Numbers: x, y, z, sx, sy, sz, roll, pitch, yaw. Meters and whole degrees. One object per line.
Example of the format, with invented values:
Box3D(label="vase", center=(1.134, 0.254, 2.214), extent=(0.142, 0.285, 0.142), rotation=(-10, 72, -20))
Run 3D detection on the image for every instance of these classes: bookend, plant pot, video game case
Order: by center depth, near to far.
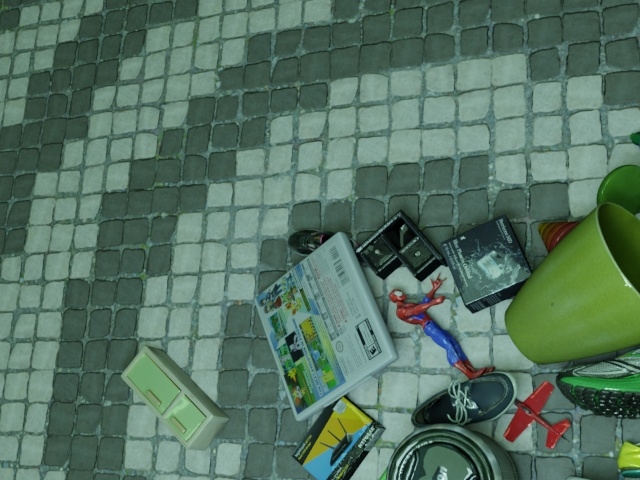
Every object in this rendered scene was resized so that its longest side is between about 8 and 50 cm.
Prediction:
Box3D(label="plant pot", center=(0.515, 0.119, 1.612), extent=(0.293, 0.275, 0.274), rotation=(-41, 60, 34))
Box3D(label="video game case", center=(0.003, 0.195, 1.867), extent=(0.300, 0.036, 0.328), rotation=(-39, 58, 28))
Box3D(label="bookend", center=(0.180, 0.042, 1.876), extent=(0.157, 0.072, 0.156), rotation=(-41, 63, 8))

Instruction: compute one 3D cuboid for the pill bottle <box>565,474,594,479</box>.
Box3D(label="pill bottle", center=(0.515, 0.624, 1.483), extent=(0.204, 0.204, 0.360), rotation=(7, 78, 25))

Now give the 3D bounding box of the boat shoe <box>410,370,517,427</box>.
Box3D(label="boat shoe", center=(0.287, 0.330, 1.679), extent=(0.255, 0.079, 0.095), rotation=(-31, 62, 45))

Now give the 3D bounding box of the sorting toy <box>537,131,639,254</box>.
Box3D(label="sorting toy", center=(0.588, -0.098, 1.746), extent=(0.365, 0.127, 0.126), rotation=(-48, 34, 1))

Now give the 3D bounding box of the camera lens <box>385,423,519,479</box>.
Box3D(label="camera lens", center=(0.262, 0.473, 1.597), extent=(0.220, 0.274, 0.219), rotation=(-7, 72, 21))

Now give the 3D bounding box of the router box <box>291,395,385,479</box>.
Box3D(label="router box", center=(0.039, 0.448, 1.828), extent=(0.133, 0.046, 0.178), rotation=(35, 90, 29))

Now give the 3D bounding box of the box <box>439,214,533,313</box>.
Box3D(label="box", center=(0.363, 0.052, 1.784), extent=(0.158, 0.093, 0.155), rotation=(-25, 66, 13))

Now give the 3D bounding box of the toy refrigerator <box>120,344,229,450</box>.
Box3D(label="toy refrigerator", center=(-0.355, 0.378, 1.992), extent=(0.269, 0.094, 0.102), rotation=(39, 92, 27))

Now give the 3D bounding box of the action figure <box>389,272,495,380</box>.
Box3D(label="action figure", center=(0.273, 0.172, 1.788), extent=(0.280, 0.091, 0.139), rotation=(39, 100, 27))

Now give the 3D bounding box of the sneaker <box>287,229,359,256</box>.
Box3D(label="sneaker", center=(0.000, 0.000, 1.963), extent=(0.178, 0.077, 0.071), rotation=(2, 74, 24))

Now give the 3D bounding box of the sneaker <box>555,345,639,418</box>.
Box3D(label="sneaker", center=(0.634, 0.256, 1.603), extent=(0.344, 0.134, 0.146), rotation=(-10, 53, 20))

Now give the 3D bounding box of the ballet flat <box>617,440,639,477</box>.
Box3D(label="ballet flat", center=(0.681, 0.414, 1.552), extent=(0.231, 0.077, 0.077), rotation=(-1, 58, 25))

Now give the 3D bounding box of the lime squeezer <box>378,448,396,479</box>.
Box3D(label="lime squeezer", center=(0.131, 0.605, 1.748), extent=(0.110, 0.059, 0.310), rotation=(-1, 70, -8))

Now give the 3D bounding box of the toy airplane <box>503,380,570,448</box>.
Box3D(label="toy airplane", center=(0.444, 0.367, 1.689), extent=(0.151, 0.028, 0.151), rotation=(-7, 71, 21))
